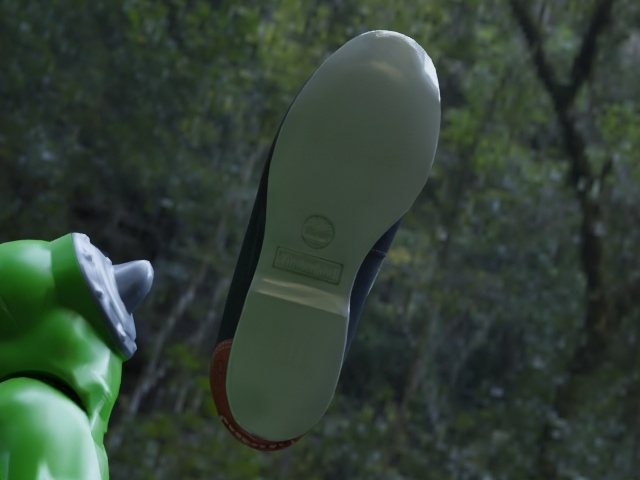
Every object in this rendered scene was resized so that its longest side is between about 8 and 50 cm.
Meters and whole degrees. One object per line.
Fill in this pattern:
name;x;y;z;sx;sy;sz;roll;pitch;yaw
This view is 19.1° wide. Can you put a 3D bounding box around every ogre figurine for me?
ogre figurine;-0.118;0.040;0.437;0.197;0.118;0.097;-10;-52;42

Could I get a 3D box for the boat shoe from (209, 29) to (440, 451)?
boat shoe;0.000;0.000;0.594;0.049;0.137;0.043;19;-13;-4
